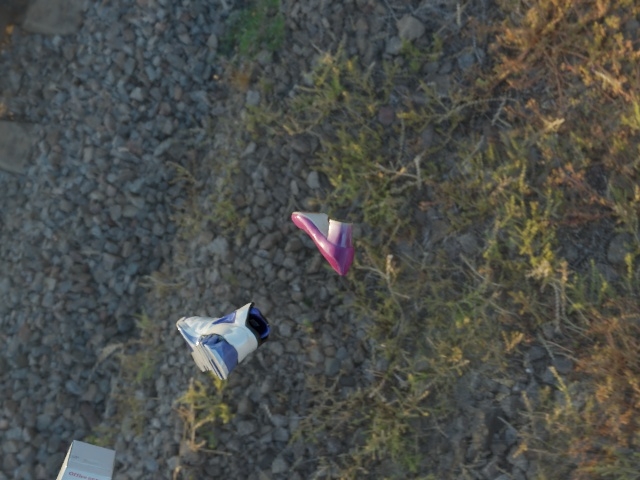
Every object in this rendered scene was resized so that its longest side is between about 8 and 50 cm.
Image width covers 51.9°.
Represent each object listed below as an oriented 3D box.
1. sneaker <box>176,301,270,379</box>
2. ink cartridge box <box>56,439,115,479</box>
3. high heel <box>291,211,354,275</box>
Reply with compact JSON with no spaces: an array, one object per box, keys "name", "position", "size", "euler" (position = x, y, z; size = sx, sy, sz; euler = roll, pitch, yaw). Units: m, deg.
[{"name":"sneaker","position":[-0.227,0.239,1.642],"size":[0.315,0.182,0.127],"euler":[6,123,61]},{"name":"ink cartridge box","position":[-0.661,0.672,1.822],"size":[0.176,0.128,0.127],"euler":[-64,18,12]},{"name":"high heel","position":[0.000,0.000,1.489],"size":[0.244,0.082,0.117],"euler":[16,104,53]}]
